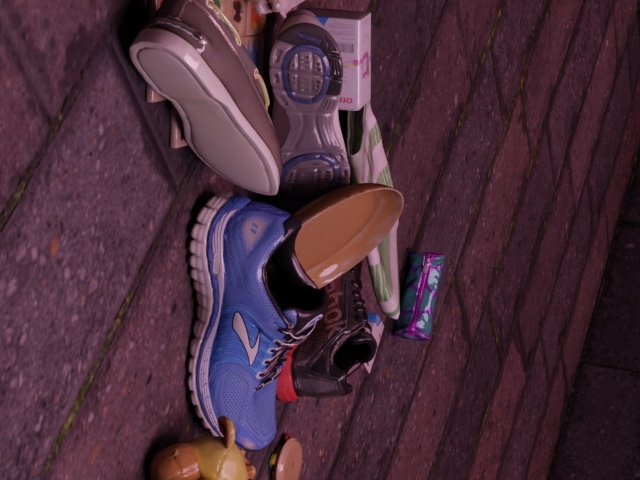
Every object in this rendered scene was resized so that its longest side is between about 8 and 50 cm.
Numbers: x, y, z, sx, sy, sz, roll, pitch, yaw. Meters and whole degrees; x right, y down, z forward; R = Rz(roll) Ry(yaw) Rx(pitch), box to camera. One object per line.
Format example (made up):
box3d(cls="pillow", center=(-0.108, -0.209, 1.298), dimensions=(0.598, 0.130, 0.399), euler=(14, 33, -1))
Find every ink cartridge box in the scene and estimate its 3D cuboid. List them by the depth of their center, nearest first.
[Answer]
box3d(cls="ink cartridge box", center=(0.017, -0.236, 1.906), dimensions=(0.052, 0.089, 0.122), euler=(-45, 139, -62))
box3d(cls="ink cartridge box", center=(0.071, 0.159, 2.275), dimensions=(0.048, 0.028, 0.083), euler=(62, 41, -57))

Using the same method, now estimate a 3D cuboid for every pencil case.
box3d(cls="pencil case", center=(0.165, 0.092, 2.444), dimensions=(0.070, 0.065, 0.151), euler=(71, 30, -79))

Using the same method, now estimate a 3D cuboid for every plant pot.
box3d(cls="plant pot", center=(0.000, 0.000, 1.860), dimensions=(0.236, 0.032, 0.236), euler=(-30, 160, -12))

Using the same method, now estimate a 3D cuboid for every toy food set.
box3d(cls="toy food set", center=(-0.047, 0.313, 2.042), dimensions=(0.083, 0.020, 0.082), euler=(-47, 140, -55))

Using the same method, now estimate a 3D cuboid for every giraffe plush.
box3d(cls="giraffe plush", center=(-0.131, 0.293, 1.651), dimensions=(0.210, 0.181, 0.170), euler=(19, 52, -40))

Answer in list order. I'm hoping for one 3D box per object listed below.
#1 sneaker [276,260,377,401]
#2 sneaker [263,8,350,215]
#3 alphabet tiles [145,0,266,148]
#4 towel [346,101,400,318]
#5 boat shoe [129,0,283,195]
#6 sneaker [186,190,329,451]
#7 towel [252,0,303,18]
box3d(cls="sneaker", center=(0.025, 0.102, 1.994), dimensions=(0.097, 0.135, 0.276), euler=(66, 37, -51))
box3d(cls="sneaker", center=(-0.015, -0.152, 1.839), dimensions=(0.129, 0.111, 0.297), euler=(-92, -173, -58))
box3d(cls="alphabet tiles", center=(-0.120, -0.282, 1.645), dimensions=(0.285, 0.011, 0.342), euler=(-25, 121, -65))
box3d(cls="towel", center=(0.078, -0.076, 2.096), dimensions=(0.248, 0.038, 0.324), euler=(-87, 169, -47))
box3d(cls="boat shoe", center=(-0.103, -0.154, 1.573), dimensions=(0.091, 0.109, 0.305), euler=(-67, 151, -22))
box3d(cls="sneaker", center=(-0.071, 0.109, 1.731), dimensions=(0.130, 0.147, 0.330), euler=(-45, 140, -57))
box3d(cls="towel", center=(-0.039, -0.415, 1.722), dimensions=(0.187, 0.049, 0.282), euler=(-52, 142, -61))
